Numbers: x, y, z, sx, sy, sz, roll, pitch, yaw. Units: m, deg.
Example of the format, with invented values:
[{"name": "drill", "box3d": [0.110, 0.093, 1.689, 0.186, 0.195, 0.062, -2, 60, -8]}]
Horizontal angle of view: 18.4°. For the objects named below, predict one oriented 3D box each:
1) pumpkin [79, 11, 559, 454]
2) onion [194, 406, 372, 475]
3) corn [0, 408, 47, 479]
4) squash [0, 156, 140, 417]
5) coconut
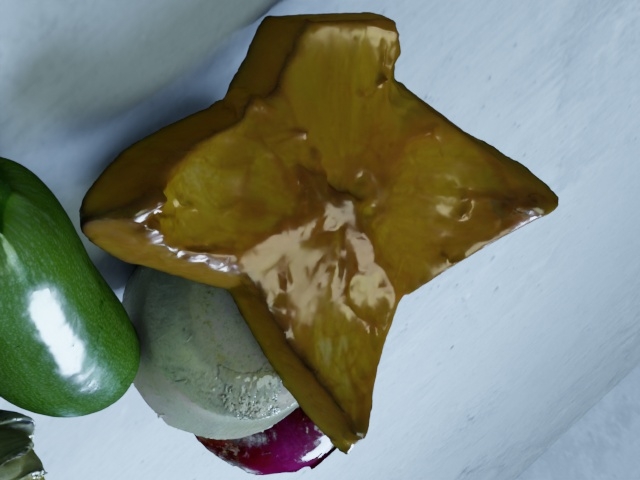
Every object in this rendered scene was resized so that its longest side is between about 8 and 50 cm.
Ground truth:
[{"name": "pumpkin", "box3d": [0.000, -0.027, 1.319, 0.290, 0.095, 0.258, 46, 72, -31]}, {"name": "onion", "box3d": [-0.016, 0.134, 1.757, 0.173, 0.135, 0.198, -47, 164, 16]}, {"name": "corn", "box3d": [-0.284, 0.168, 1.307, 0.305, 0.122, 0.123, 11, 95, -71]}, {"name": "squash", "box3d": [-0.184, 0.039, 1.235, 0.107, 0.107, 0.395, -41, 163, -10]}, {"name": "coconut", "box3d": [-0.071, 0.060, 1.453, 0.171, 0.171, 0.183, -37, -177, -22]}]
